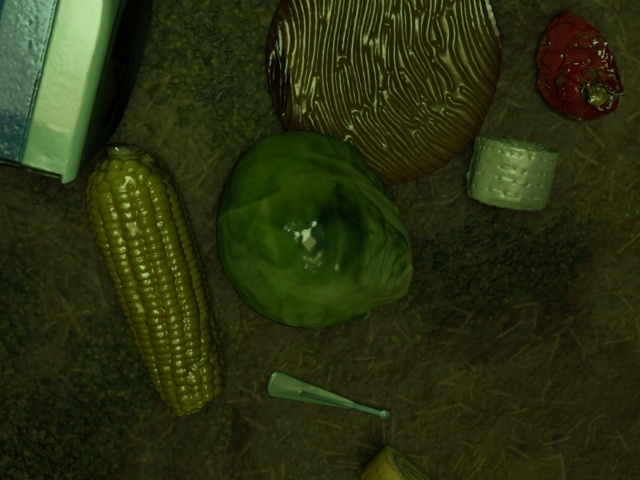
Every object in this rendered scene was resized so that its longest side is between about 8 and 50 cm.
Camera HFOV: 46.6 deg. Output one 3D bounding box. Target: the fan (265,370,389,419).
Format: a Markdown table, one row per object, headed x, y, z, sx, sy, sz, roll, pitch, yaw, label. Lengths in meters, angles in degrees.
| x | y | z | sx | sy | sz | roll | pitch | yaw | label |
| --- | --- | --- | --- | --- | --- | --- | --- | --- | --- |
| 0.014 | 0.230 | 1.080 | 0.193 | 0.016 | 0.038 | 18 | 98 | -15 | fan |

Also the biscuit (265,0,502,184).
| x | y | z | sx | sy | sz | roll | pitch | yaw | label |
| --- | --- | --- | --- | --- | --- | --- | --- | --- | --- |
| 0.086 | -0.227 | 0.962 | 0.317 | 0.040 | 0.318 | -3 | 106 | -11 | biscuit |

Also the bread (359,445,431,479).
| x | y | z | sx | sy | sz | roll | pitch | yaw | label |
| --- | --- | --- | --- | --- | --- | --- | --- | --- | --- |
| 0.121 | 0.377 | 1.086 | 0.073 | 0.122 | 0.149 | -44 | 107 | 6 | bread |

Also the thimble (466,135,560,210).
| x | y | z | sx | sy | sz | roll | pitch | yaw | label |
| --- | --- | --- | --- | --- | --- | --- | --- | --- | --- |
| 0.257 | -0.089 | 1.000 | 0.115 | 0.102 | 0.090 | 8 | 106 | -5 | thimble |

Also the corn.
| x | y | z | sx | sy | sz | roll | pitch | yaw | label |
| --- | --- | --- | --- | --- | --- | --- | --- | --- | --- |
| -0.204 | 0.053 | 0.938 | 0.120 | 0.120 | 0.364 | -14 | 107 | -7 | corn |

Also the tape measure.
| x | y | z | sx | sy | sz | roll | pitch | yaw | label |
| --- | --- | --- | --- | --- | --- | --- | --- | --- | --- |
| -0.272 | -0.207 | 0.780 | 0.138 | 0.262 | 0.259 | 18 | 101 | -8 | tape measure |

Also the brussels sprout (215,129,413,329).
| x | y | z | sx | sy | sz | roll | pitch | yaw | label |
| --- | --- | --- | --- | --- | --- | --- | --- | --- | --- |
| 0.000 | 0.000 | 0.917 | 0.271 | 0.220 | 0.210 | 23 | 140 | -29 | brussels sprout |

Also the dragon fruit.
| x | y | z | sx | sy | sz | roll | pitch | yaw | label |
| --- | --- | --- | --- | --- | --- | --- | --- | --- | --- |
| 0.339 | -0.217 | 0.981 | 0.083 | 0.106 | 0.162 | -27 | 111 | -2 | dragon fruit |
